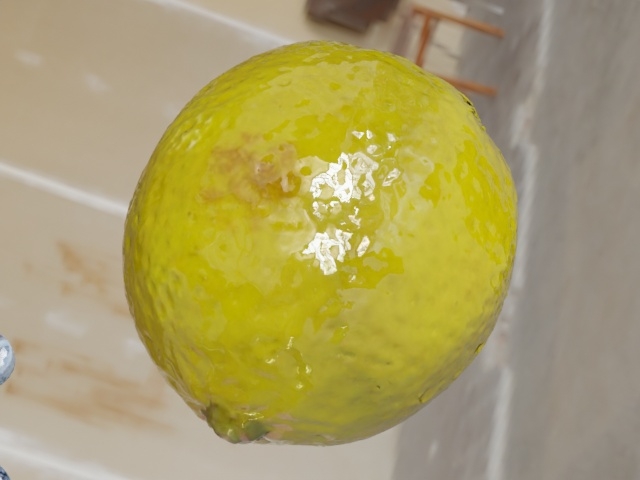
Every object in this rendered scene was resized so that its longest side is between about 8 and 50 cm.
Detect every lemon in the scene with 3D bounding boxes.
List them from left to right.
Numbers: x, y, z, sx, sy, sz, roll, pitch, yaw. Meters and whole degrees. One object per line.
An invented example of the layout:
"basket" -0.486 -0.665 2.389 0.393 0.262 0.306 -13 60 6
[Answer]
"lemon" 0.001 0.001 1.012 0.267 0.267 0.267 -161 90 -82

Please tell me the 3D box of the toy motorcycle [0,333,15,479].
"toy motorcycle" -0.231 0.062 0.809 0.092 0.136 0.254 82 174 -57
